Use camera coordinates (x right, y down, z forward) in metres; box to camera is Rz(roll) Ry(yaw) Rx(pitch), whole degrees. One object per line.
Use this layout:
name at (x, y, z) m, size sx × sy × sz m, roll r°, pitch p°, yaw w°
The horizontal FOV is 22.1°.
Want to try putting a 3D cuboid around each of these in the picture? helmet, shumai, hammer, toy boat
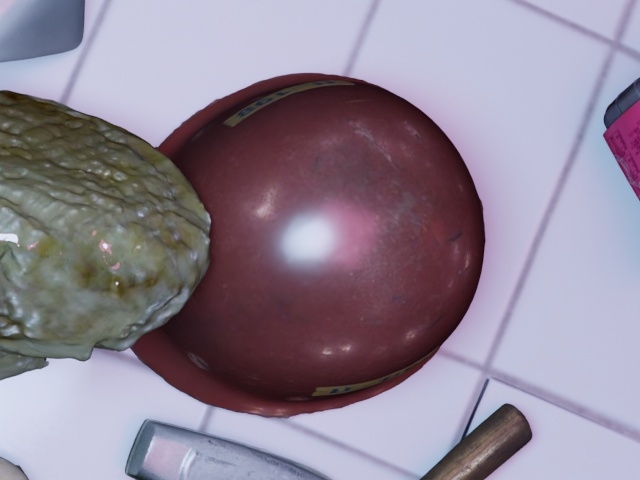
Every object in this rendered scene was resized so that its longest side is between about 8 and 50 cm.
helmet at (0.000, 0.000, 1.534) m, size 0.385 × 0.230 × 0.337 m, roll -16°, pitch 91°, yaw -15°
shumai at (-0.278, 0.043, 1.465) m, size 0.330 × 0.292 × 0.288 m, roll 18°, pitch 116°, yaw -1°
hammer at (0.040, 0.307, 1.585) m, size 0.440 × 0.044 × 0.168 m, roll -38°, pitch 140°, yaw -19°
toy boat at (-0.066, 0.240, 1.586) m, size 0.260 × 0.085 × 0.078 m, roll 23°, pitch 83°, yaw -22°

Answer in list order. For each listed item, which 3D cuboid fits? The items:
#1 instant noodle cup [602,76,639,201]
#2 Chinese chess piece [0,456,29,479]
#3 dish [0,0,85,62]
instant noodle cup at (0.401, -0.103, 1.633) m, size 0.258 × 0.302 × 0.181 m, roll -35°, pitch 80°, yaw 20°
Chinese chess piece at (-0.318, 0.256, 1.509) m, size 0.122 × 0.051 × 0.122 m, roll -2°, pitch 84°, yaw 24°
dish at (-0.286, -0.293, 1.504) m, size 0.080 × 0.182 × 0.243 m, roll -21°, pitch 92°, yaw 27°
